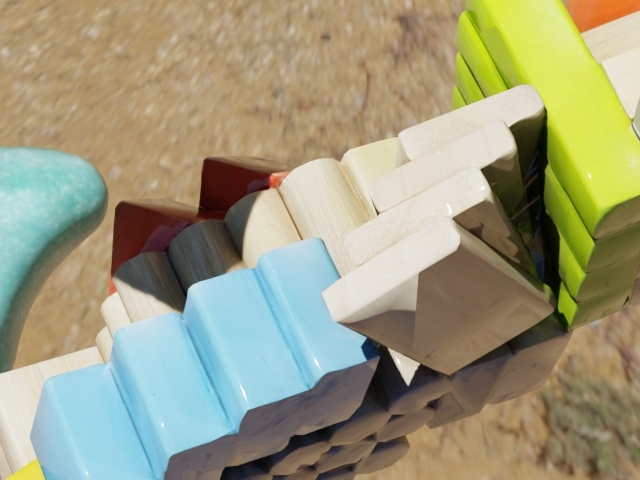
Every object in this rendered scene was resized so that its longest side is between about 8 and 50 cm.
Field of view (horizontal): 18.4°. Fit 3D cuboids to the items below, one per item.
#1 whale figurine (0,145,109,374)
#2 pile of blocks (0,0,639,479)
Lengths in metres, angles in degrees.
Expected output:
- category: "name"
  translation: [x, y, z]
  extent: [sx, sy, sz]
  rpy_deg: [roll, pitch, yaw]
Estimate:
- category: "whale figurine"
  translation: [-0.196, -0.041, 0.675]
  extent: [0.272, 0.141, 0.216]
  rpy_deg: [34, 82, -22]
- category: "pile of blocks"
  translation: [0.000, 0.000, 0.597]
  extent: [0.362, 0.149, 0.113]
  rpy_deg: [-32, 65, 11]
